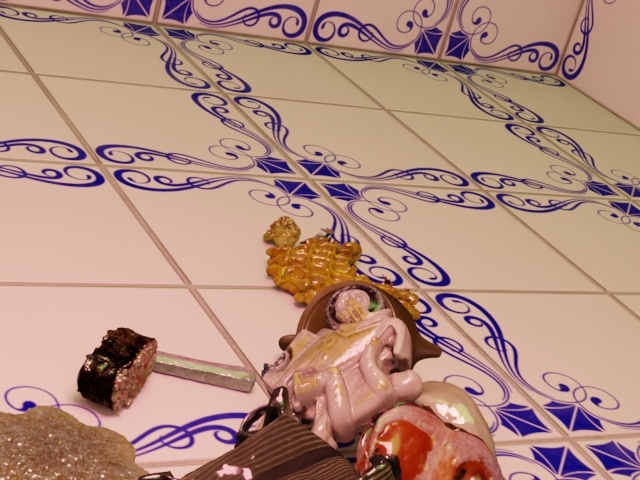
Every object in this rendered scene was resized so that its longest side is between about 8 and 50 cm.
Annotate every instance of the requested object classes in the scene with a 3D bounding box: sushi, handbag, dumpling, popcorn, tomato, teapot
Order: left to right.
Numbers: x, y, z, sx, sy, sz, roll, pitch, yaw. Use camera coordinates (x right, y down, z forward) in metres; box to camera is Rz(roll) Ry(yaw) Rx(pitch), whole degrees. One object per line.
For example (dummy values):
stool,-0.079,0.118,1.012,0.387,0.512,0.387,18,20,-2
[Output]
sushi,-0.294,0.188,1.930,0.078,0.091,0.150,18,24,11
handbag,-0.072,0.337,1.478,0.247,0.240,0.340,31,41,30
popcorn,-0.077,-0.014,2.579,0.083,0.068,0.059,-9,-13,26
teapot,0.062,0.175,2.130,0.267,0.186,0.175,-2,-23,27
tomato,0.135,0.345,1.836,0.228,0.112,0.199,34,49,-5
dumpling,0.207,0.299,1.999,0.252,0.131,0.179,37,2,22

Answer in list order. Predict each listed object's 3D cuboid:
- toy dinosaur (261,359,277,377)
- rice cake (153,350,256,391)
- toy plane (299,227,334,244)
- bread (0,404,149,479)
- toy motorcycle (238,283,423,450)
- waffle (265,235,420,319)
toy dinosaur,-0.063,0.218,2.097,0.047,0.031,0.083,4,27,-29
rice cake,-0.202,0.198,2.043,0.207,0.033,0.033,13,33,-8
toy plane,0.000,0.000,2.636,0.049,0.031,0.120,16,24,20
bread,-0.358,0.283,1.719,0.286,0.056,0.207,10,26,-20
toy motorcycle,0.036,0.211,1.932,0.223,0.108,0.341,21,58,31
waffle,0.033,0.071,2.451,0.259,0.069,0.293,-1,28,-39
